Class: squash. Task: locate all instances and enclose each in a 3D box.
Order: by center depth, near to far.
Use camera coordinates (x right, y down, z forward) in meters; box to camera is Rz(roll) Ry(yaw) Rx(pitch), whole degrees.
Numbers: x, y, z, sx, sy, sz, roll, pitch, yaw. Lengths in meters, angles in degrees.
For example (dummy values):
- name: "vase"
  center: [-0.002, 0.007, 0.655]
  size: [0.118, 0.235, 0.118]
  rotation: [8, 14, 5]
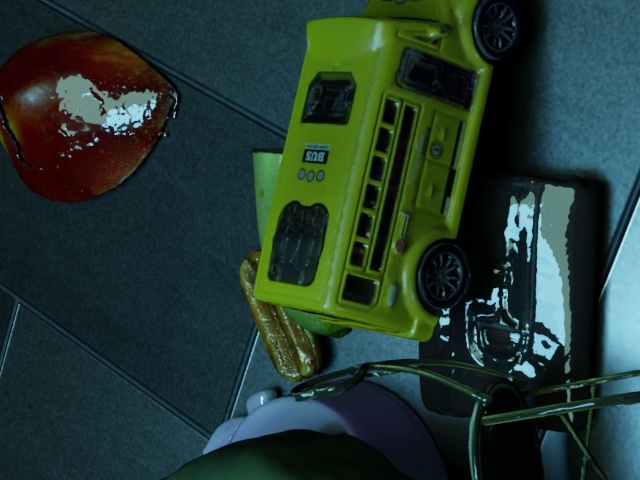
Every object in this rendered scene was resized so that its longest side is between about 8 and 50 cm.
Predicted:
- name: "squash"
  center: [0.000, 0.000, 1.550]
  size: [0.123, 0.123, 0.186]
  rotation: [0, 98, 38]

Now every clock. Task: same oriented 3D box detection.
- name: "clock"
  center: [-0.017, 0.296, 1.596]
  size: [0.339, 0.102, 0.338]
  rotation: [4, 97, 38]

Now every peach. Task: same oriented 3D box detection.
- name: "peach"
  center: [-0.273, -0.135, 1.778]
  size: [0.279, 0.068, 0.189]
  rotation: [-9, 91, 38]

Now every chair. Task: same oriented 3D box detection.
- name: "chair"
  center: [0.156, 0.174, 1.375]
  size: [0.326, 0.160, 0.170]
  rotation: [-7, 94, 28]

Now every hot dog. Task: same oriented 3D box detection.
- name: "hot dog"
  center: [-0.039, 0.072, 1.632]
  size: [0.062, 0.038, 0.144]
  rotation: [-37, 70, 38]

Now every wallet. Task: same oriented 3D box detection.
- name: "wallet"
  center: [0.161, 0.052, 1.466]
  size: [0.182, 0.049, 0.229]
  rotation: [4, 99, 35]

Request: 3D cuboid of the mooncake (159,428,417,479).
- name: "mooncake"
  center: [-0.022, 0.343, 1.419]
  size: [0.356, 0.194, 0.356]
  rotation: [0, 90, 37]

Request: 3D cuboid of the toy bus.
- name: "toy bus"
  center: [0.054, -0.089, 1.419]
  size: [0.145, 0.151, 0.331]
  rotation: [7, 84, 51]
